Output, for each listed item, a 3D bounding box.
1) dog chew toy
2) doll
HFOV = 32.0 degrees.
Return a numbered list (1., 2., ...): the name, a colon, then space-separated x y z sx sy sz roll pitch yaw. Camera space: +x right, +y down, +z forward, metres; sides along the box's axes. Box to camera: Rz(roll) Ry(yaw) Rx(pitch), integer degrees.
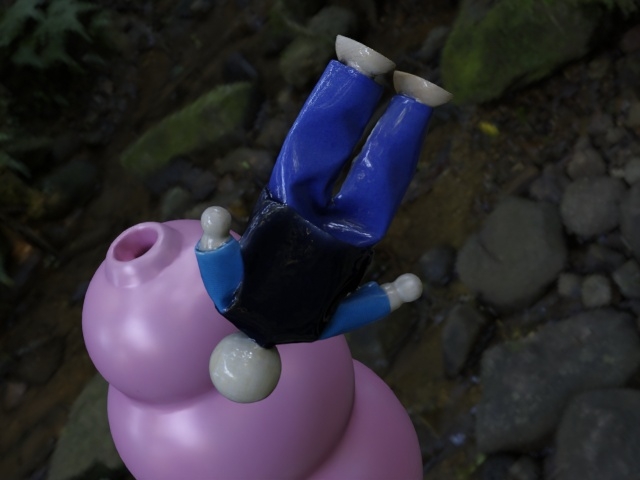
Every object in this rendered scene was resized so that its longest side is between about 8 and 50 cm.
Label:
1. dog chew toy: -0.055 0.119 0.800 0.206 0.332 0.206 -17 37 13
2. doll: 0.000 0.000 0.560 0.189 0.129 0.046 -62 28 6
